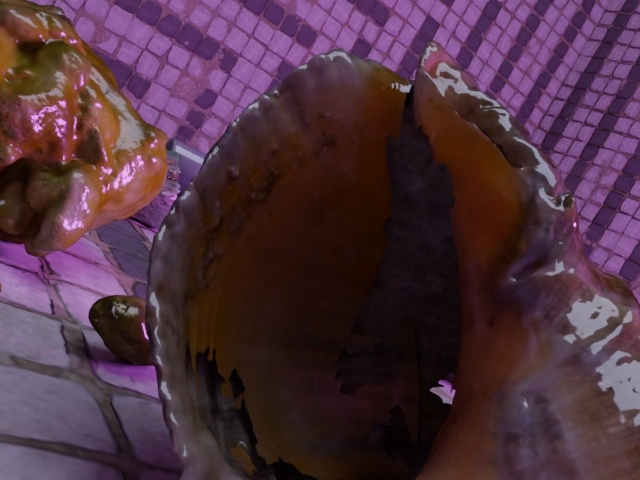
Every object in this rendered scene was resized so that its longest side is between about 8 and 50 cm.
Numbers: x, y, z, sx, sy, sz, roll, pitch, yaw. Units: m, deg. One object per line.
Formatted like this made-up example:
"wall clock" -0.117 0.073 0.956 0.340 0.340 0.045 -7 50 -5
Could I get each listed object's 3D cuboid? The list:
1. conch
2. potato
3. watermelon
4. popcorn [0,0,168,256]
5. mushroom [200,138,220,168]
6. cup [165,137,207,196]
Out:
"conch" 0.046 0.070 0.409 0.297 0.210 0.352 -2 56 -23
"potato" -0.119 0.065 0.488 0.045 0.047 0.092 -15 -27 24
"watermelon" -0.264 -0.082 1.021 0.154 0.095 0.241 18 13 -32
"popcorn" -0.253 -0.086 0.614 0.233 0.192 0.266 45 18 -39
"mushroom" -0.100 -0.061 1.175 0.243 0.244 0.243 29 5 -3
"cup" -0.259 -0.116 1.393 0.133 0.136 0.099 26 40 -28
